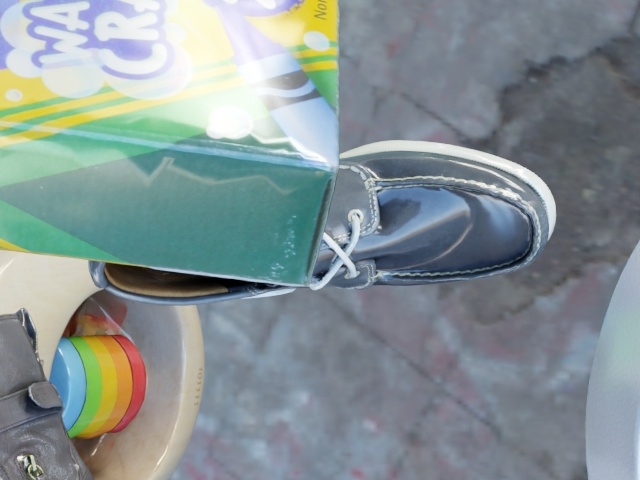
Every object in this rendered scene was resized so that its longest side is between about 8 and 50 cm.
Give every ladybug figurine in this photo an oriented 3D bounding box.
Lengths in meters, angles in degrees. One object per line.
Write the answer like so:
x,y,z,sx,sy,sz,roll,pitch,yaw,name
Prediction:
-0.252,0.124,1.646,0.162,0.449,0.305,7,86,22,ladybug figurine

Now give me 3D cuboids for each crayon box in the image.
-0.155,-0.098,0.790,0.083,0.323,0.203,104,170,-48,crayon box

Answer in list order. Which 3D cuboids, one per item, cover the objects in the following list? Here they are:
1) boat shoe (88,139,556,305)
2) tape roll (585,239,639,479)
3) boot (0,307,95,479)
0.000,0.000,0.931,0.233,0.079,0.084,1,122,8,boat shoe
0.340,0.098,1.062,0.072,0.392,0.392,-149,73,-69,tape roll
-0.231,0.167,1.209,0.091,0.263,0.229,-35,86,31,boot
